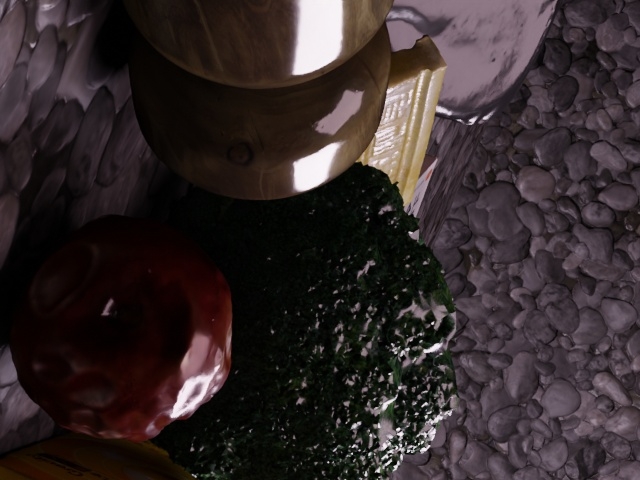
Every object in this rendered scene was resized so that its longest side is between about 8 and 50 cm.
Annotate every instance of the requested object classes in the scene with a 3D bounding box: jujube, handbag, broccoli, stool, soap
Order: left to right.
[{"bbox_3d":[-0.131,0.064,1.062,0.230,0.155,0.155,50,64,-83],"label":"jujube"},{"bbox_3d":[-0.038,-0.165,0.927,0.264,0.179,0.179,95,21,-62],"label":"stool"},{"bbox_3d":[-0.027,0.085,1.270,0.275,0.307,0.308,21,93,-89],"label":"broccoli"},{"bbox_3d":[0.051,-0.088,1.353,0.092,0.037,0.252,-25,158,-16],"label":"soap"},{"bbox_3d":[0.076,-0.212,1.336,0.332,0.075,0.192,9,115,-40],"label":"handbag"}]

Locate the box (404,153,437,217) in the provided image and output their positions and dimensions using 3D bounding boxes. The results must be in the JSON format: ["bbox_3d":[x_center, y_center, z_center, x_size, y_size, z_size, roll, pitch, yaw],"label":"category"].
[{"bbox_3d":[-0.001,0.001,1.628,0.333,0.145,0.173,-46,155,-63],"label":"box"}]

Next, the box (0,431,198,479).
[{"bbox_3d":[-0.158,0.203,1.229,0.269,0.152,0.043,2,108,-81],"label":"box"}]
